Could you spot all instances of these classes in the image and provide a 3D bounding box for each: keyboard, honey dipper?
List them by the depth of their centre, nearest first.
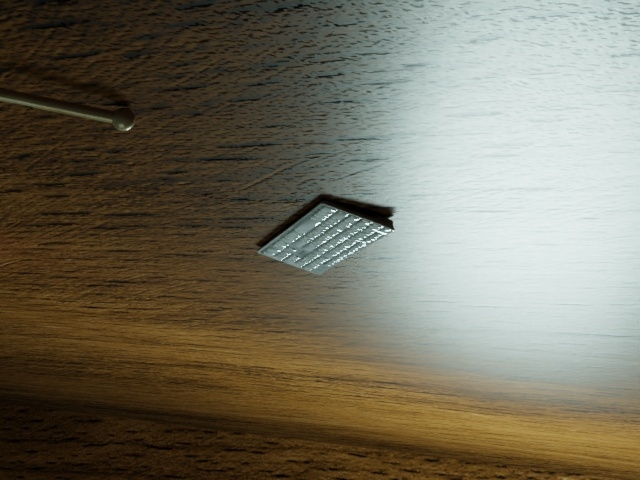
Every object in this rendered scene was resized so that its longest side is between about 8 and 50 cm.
[{"bbox_3d":[-0.222,-0.108,1.075,0.160,0.030,0.030,10,167,-11],"label":"honey dipper"},{"bbox_3d":[0.000,0.000,1.359,0.072,0.014,0.256,14,166,-13],"label":"keyboard"}]
